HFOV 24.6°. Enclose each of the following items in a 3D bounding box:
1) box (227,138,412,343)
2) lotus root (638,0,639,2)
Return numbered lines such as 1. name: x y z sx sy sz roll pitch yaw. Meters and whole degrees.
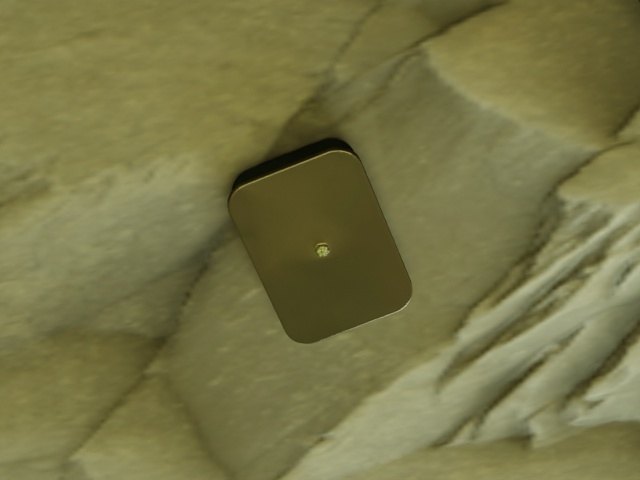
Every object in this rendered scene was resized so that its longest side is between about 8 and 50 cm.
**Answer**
1. box: 0.000 0.000 0.944 0.091 0.031 0.126 -22 117 6
2. lotus root: 0.232 -0.178 0.857 0.143 0.070 0.144 1 112 -13
